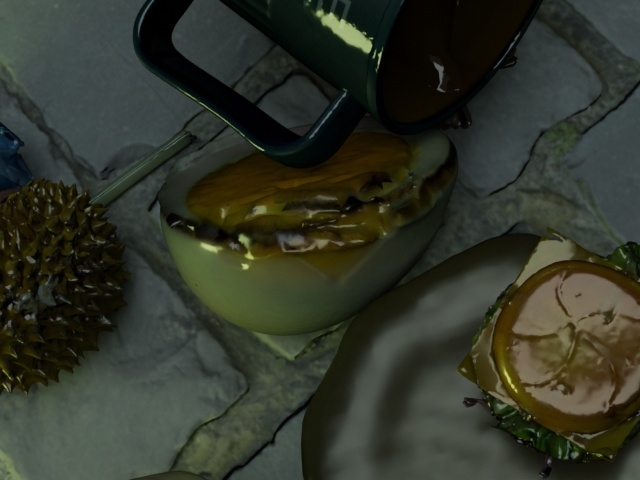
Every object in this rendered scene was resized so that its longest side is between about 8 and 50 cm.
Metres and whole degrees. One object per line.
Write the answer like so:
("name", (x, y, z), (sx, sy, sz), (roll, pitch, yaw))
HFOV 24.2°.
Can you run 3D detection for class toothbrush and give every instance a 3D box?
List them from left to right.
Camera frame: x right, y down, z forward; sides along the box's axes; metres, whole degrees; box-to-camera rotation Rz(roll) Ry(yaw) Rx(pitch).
("toothbrush", (-0.247, -0.023, 1.506), (0.294, 0.026, 0.028), (-33, 58, 0))

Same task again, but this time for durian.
("durian", (-0.266, 0.048, 1.388), (0.249, 0.138, 0.183), (-37, 102, -36))

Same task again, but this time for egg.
("egg", (0.001, -0.002, 1.365), (0.286, 0.264, 0.174), (-2, 116, 33))

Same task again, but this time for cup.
("cup", (0.013, -0.246, 1.304), (0.292, 0.242, 0.308), (38, 124, 23))

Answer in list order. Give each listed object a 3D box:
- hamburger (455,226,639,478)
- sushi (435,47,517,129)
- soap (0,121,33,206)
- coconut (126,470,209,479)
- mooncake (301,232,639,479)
("hamburger", (0.205, 0.087, 1.173), (0.164, 0.093, 0.189), (42, 86, 20))
("sushi", (0.044, -0.223, 1.456), (0.332, 0.130, 0.124), (38, 84, 17))
("soap", (-0.387, 0.019, 1.473), (0.156, 0.077, 0.293), (6, 75, 31))
("coconut", (-0.153, 0.322, 1.288), (0.230, 0.227, 0.227), (-11, 70, -32))
("mooncake", (0.176, 0.195, 1.300), (0.378, 0.201, 0.379), (-4, 71, 10))
